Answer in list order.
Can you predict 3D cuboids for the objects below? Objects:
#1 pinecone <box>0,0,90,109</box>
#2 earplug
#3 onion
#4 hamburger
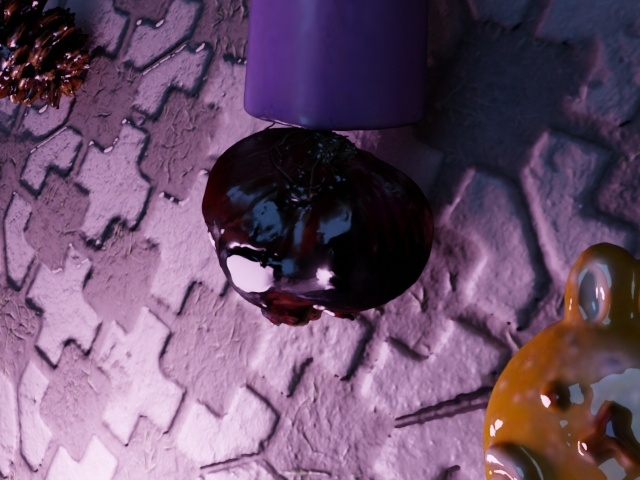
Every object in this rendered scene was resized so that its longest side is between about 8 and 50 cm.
[{"bbox_3d":[-0.507,-0.335,1.268,0.222,0.221,0.221,-7,78,35],"label":"pinecone"},{"bbox_3d":[0.023,-0.355,0.777,0.215,0.215,0.455,19,116,37],"label":"earplug"},{"bbox_3d":[0.002,-0.018,0.835,0.281,0.221,0.280,14,120,27],"label":"onion"},{"bbox_3d":[0.277,0.162,0.618,0.261,0.186,0.302,17,90,36],"label":"hamburger"}]
